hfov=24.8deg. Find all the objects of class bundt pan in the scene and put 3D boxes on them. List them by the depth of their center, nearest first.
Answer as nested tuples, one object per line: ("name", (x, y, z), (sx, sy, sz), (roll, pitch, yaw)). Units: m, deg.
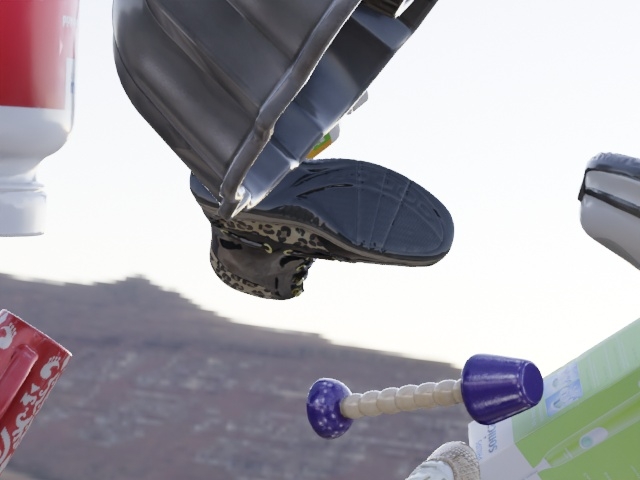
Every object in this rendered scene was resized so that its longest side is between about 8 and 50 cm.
("bundt pan", (0.009, -0.175, 0.763), (0.124, 0.331, 0.331), (39, -8, 2))

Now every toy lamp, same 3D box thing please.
("toy lamp", (0.113, 0.168, 1.576), (0.275, 0.080, 0.080), (-11, -17, 39))

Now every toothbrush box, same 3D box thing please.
("toothbrush box", (0.332, 0.227, 1.571), (0.283, 0.206, 0.122), (-36, 12, 14))

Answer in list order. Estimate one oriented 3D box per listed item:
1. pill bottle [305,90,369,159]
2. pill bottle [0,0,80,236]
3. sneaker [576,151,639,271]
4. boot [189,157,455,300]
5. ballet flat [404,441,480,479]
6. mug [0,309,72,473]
("pill bottle", (-0.057, -0.163, 2.023), (0.136, 0.246, 0.136), (50, -9, 12))
("pill bottle", (-0.357, -0.211, 1.458), (0.229, 0.407, 0.229), (3, 4, 0))
("sneaker", (0.288, 0.131, 0.866), (0.169, 0.257, 0.447), (9, 21, -47))
("boot", (-0.001, -0.002, 1.330), (0.236, 0.085, 0.178), (13, -26, 4))
("ballet flat", (0.095, 0.255, 1.306), (0.073, 0.206, 0.067), (-15, -49, 33))
("mug", (-0.339, 0.172, 1.543), (0.150, 0.169, 0.113), (18, -20, 49))
